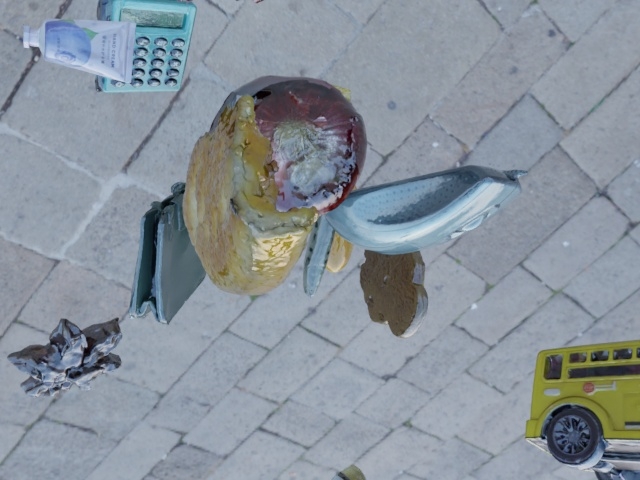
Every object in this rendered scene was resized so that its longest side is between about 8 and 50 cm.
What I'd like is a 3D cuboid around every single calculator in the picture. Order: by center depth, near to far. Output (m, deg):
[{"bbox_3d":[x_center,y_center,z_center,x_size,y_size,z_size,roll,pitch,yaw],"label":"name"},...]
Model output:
[{"bbox_3d":[-0.447,-0.491,1.478,0.248,0.058,0.274,-13,138,-40],"label":"calculator"}]

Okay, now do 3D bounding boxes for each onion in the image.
[{"bbox_3d":[-0.055,-0.148,1.007,0.272,0.272,0.195,-15,157,-4],"label":"onion"}]

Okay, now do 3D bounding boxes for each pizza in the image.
[{"bbox_3d":[-0.064,-0.025,0.440,0.056,0.271,0.134,-1,83,-20],"label":"pizza"}]

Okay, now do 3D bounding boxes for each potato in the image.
[{"bbox_3d":[0.058,0.457,1.056,0.103,0.066,0.096,-8,125,-58],"label":"potato"}]

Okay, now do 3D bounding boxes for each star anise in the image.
[{"bbox_3d":[-0.491,0.239,1.178,0.220,0.099,0.214,-29,150,-32],"label":"star anise"}]

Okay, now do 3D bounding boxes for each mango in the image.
[{"bbox_3d":[0.037,-0.036,1.555,0.126,0.252,0.154,5,164,-7],"label":"mango"}]

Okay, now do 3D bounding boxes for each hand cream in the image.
[{"bbox_3d":[-0.330,-0.268,0.800,0.142,0.053,0.084,3,116,-23],"label":"hand cream"}]

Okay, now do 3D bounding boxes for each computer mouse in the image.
[{"bbox_3d":[0.179,-0.045,1.016,0.371,0.122,0.188,-14,170,32],"label":"computer mouse"}]

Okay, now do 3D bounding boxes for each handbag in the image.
[{"bbox_3d":[-0.316,0.020,1.250,0.079,0.247,0.260,12,113,7],"label":"handbag"}]

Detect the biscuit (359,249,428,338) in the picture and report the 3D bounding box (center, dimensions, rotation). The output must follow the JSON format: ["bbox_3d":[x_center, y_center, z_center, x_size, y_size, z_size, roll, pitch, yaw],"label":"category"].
[{"bbox_3d":[0.157,0.082,1.276,0.041,0.290,0.208,8,131,-27],"label":"biscuit"}]

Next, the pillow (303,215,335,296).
[{"bbox_3d":[0.000,0.001,1.228,0.051,0.093,0.241,11,109,-4],"label":"pillow"}]

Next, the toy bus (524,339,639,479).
[{"bbox_3d":[0.387,0.172,0.581,0.145,0.151,0.331,36,145,-31],"label":"toy bus"}]

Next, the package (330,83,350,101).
[{"bbox_3d":[0.026,-0.310,1.429,0.071,0.047,0.131,13,119,-25],"label":"package"}]

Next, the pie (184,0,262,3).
[{"bbox_3d":[-0.109,-0.382,0.755,0.218,0.204,0.054,-1,150,20],"label":"pie"}]
